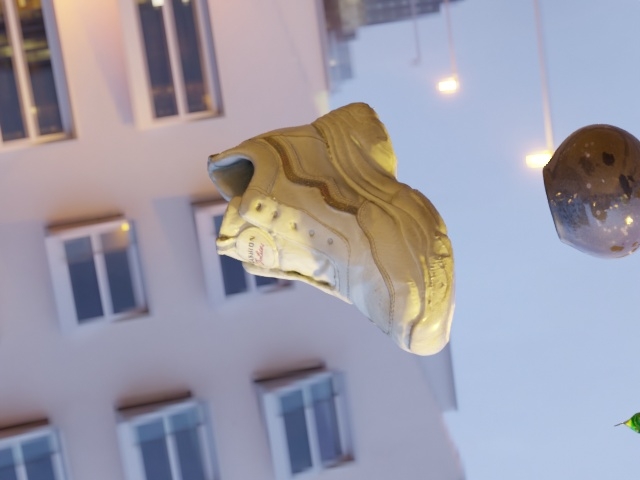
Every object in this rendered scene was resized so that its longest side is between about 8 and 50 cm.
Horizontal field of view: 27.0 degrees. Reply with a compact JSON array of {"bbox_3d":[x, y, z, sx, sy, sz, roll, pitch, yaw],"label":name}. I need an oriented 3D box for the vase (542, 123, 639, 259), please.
[{"bbox_3d":[0.288,-0.053,1.149,0.183,0.120,0.120,-14,-170,16],"label":"vase"}]

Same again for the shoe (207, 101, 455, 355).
[{"bbox_3d":[0.000,0.000,1.345,0.210,0.132,0.342,-12,-136,-14],"label":"shoe"}]

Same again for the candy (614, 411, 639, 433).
[{"bbox_3d":[0.424,0.202,1.457,0.102,0.032,0.178,-1,-178,-43],"label":"candy"}]
